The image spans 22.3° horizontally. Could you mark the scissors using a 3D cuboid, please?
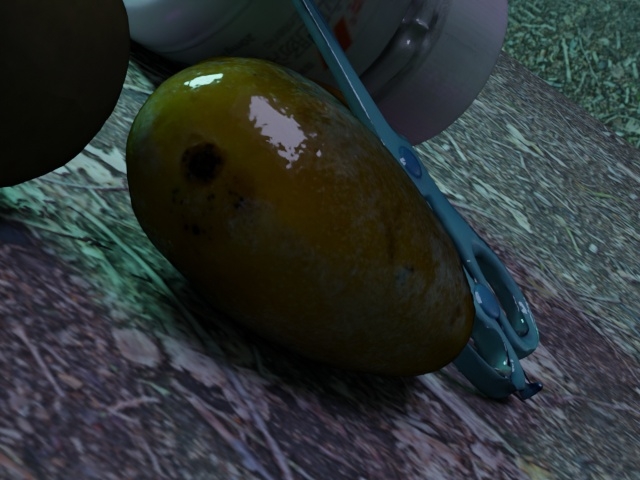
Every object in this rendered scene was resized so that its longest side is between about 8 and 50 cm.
[{"bbox_3d":[0.061,-0.048,1.263,0.393,0.032,0.180,60,21,6],"label":"scissors"}]

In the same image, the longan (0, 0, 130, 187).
[{"bbox_3d":[-0.196,-0.113,0.898,0.189,0.189,0.189,33,16,-11],"label":"longan"}]

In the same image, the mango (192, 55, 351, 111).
[{"bbox_3d":[-0.031,-0.095,1.326,0.163,0.089,0.111,22,11,-21],"label":"mango"}]

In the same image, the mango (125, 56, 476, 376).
[{"bbox_3d":[0.000,0.000,1.036,0.316,0.146,0.193,40,9,-46],"label":"mango"}]

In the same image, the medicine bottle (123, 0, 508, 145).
[{"bbox_3d":[-0.011,-0.236,1.465,0.325,0.256,0.256,28,17,-38],"label":"medicine bottle"}]
